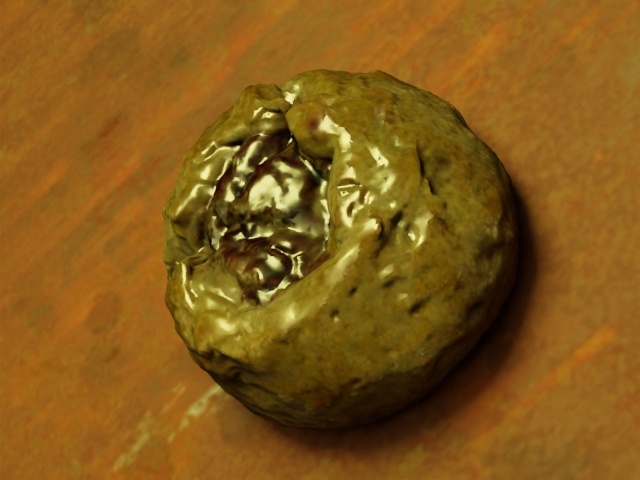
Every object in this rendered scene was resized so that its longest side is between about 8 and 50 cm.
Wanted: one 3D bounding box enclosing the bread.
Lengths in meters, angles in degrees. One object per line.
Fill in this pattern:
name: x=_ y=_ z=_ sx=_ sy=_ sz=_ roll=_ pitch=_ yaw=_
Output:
bread: x=0.000 y=0.000 z=0.983 sx=0.230 sy=0.123 sz=0.230 roll=-10 pitch=69 yaw=26
